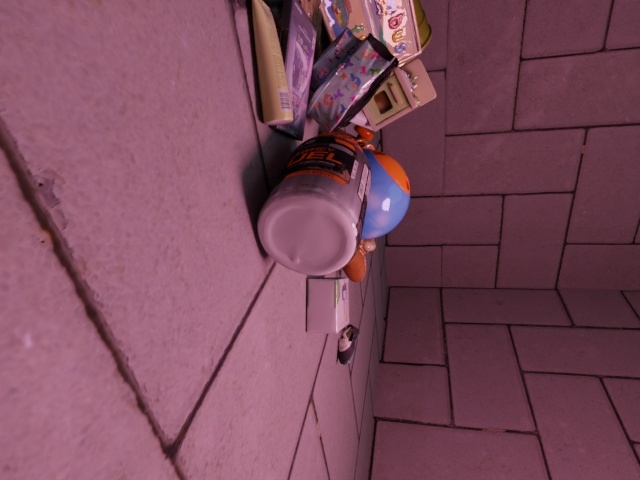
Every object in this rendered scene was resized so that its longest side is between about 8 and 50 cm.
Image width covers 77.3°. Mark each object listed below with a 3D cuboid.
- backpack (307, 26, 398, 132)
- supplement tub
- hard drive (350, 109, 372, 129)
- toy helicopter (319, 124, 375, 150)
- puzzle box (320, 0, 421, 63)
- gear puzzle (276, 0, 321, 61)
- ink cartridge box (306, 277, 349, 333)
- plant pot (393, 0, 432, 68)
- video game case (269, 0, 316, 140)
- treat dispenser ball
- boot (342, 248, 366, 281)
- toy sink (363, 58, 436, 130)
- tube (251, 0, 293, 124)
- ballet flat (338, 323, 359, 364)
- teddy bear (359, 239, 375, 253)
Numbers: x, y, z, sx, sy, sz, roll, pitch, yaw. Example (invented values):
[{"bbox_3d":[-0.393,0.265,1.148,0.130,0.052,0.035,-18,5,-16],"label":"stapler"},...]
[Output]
[{"bbox_3d":[0.061,-0.429,1.102,0.253,0.191,0.225,-55,-171,6],"label":"backpack"},{"bbox_3d":[0.003,-0.101,0.891,0.337,0.207,0.207,-74,158,-52],"label":"supplement tub"},{"bbox_3d":[0.121,-0.504,1.453,0.202,0.040,0.308,62,24,4],"label":"hard drive"},{"bbox_3d":[0.118,-0.319,1.417,0.235,0.140,0.355,50,24,20],"label":"toy helicopter"},{"bbox_3d":[0.138,-0.695,1.198,0.408,0.272,0.052,58,11,-47],"label":"puzzle box"},{"bbox_3d":[-0.058,-0.519,1.009,0.338,0.044,0.175,-66,160,-52],"label":"gear puzzle"},{"bbox_3d":[0.028,0.191,1.223,0.212,0.093,0.154,20,69,-77],"label":"ink cartridge box"},{"bbox_3d":[0.164,-0.826,1.382,0.353,0.367,0.366,57,33,-44],"label":"plant pot"},{"bbox_3d":[-0.060,-0.384,0.932,0.196,0.026,0.273,-23,121,-75],"label":"video game case"},{"bbox_3d":[0.138,-0.146,1.272,0.288,0.289,0.287,0,90,-76],"label":"treat dispenser ball"},{"bbox_3d":[0.097,0.063,1.465,0.220,0.109,0.283,-61,146,-66],"label":"boot"},{"bbox_3d":[0.263,-0.506,1.390,0.152,0.234,0.131,62,25,-9],"label":"toy sink"},{"bbox_3d":[-0.101,-0.357,0.804,0.070,0.062,0.239,11,-70,62],"label":"tube"},{"bbox_3d":[0.105,0.406,1.601,0.203,0.074,0.074,-54,142,-57],"label":"ballet flat"},{"bbox_3d":[0.206,-0.072,1.749,0.245,0.113,0.337,-36,139,-75],"label":"teddy bear"}]
